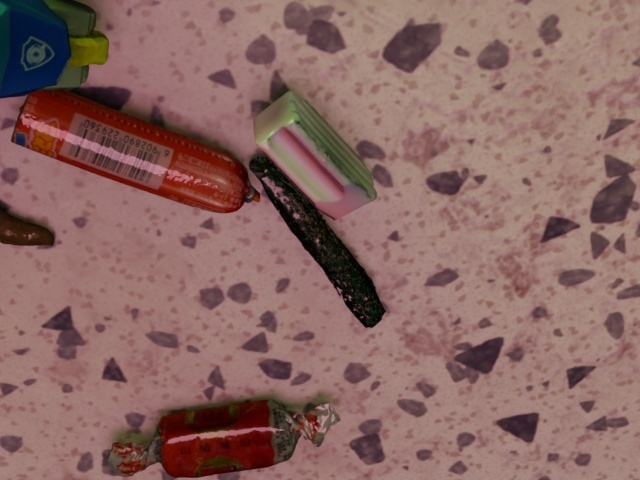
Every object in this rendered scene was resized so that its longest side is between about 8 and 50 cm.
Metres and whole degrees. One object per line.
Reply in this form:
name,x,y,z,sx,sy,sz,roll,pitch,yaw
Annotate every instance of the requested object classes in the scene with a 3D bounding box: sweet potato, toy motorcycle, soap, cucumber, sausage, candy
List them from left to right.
toy motorcycle,-0.359,-0.196,1.098,0.326,0.200,0.191,9,106,-9
sweet potato,-0.403,-0.039,1.290,0.249,0.059,0.069,14,138,-18
sausage,-0.186,-0.090,1.273,0.274,0.074,0.074,19,117,-18
candy,-0.119,0.246,1.492,0.292,0.059,0.086,-8,118,-3
soap,-0.004,-0.086,1.281,0.056,0.100,0.149,-35,119,17
cucumber,0.000,0.001,1.368,0.044,0.043,0.257,-33,118,7
